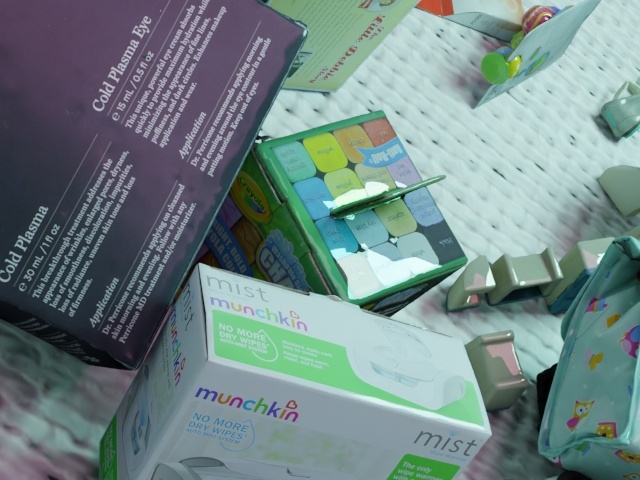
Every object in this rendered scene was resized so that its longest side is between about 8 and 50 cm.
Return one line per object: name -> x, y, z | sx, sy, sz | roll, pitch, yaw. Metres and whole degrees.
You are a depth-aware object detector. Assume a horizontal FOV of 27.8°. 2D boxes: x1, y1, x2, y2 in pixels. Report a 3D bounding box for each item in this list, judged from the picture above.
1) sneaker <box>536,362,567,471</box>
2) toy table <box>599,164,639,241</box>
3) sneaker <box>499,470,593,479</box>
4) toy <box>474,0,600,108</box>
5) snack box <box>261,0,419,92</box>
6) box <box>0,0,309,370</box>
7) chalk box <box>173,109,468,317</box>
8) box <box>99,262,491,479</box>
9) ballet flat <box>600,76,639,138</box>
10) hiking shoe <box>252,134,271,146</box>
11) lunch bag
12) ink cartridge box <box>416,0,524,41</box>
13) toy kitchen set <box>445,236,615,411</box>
sneaker -> 0.324, 0.162, 1.508 | 0.135, 0.097, 0.276 | 40, 49, -12
toy table -> 0.484, -0.033, 1.673 | 0.274, 0.161, 0.252 | 0, 54, -32
sneaker -> 0.299, 0.364, 1.309 | 0.127, 0.182, 0.315 | -26, 80, -41
toy -> 0.285, -0.272, 1.727 | 0.056, 0.137, 0.237 | 42, 45, 10
snack box -> 0.018, -0.278, 1.402 | 0.187, 0.322, 0.060 | 1, 60, -36
box -> -0.238, -0.108, 1.127 | 0.312, 0.179, 0.343 | 31, 76, -18
chalk box -> 0.000, 0.000, 1.241 | 0.180, 0.289, 0.179 | -18, 74, -43
box -> -0.029, 0.167, 1.111 | 0.262, 0.231, 0.127 | 18, 34, -22
ballet flat -> 0.475, -0.212, 1.866 | 0.213, 0.072, 0.068 | -31, 79, -43
hiking shoe -> -0.177, -0.190, 1.338 | 0.304, 0.132, 0.113 | 45, 46, -4
lunch bag -> 0.374, 0.147, 1.384 | 0.223, 0.160, 0.262 | 28, 60, -20
ink cartridge box -> 0.195, -0.365, 1.776 | 0.179, 0.045, 0.145 | 16, 55, -31
toy kitchen set -> 0.255, 0.107, 1.506 | 0.207, 0.122, 0.166 | -8, 67, -17
